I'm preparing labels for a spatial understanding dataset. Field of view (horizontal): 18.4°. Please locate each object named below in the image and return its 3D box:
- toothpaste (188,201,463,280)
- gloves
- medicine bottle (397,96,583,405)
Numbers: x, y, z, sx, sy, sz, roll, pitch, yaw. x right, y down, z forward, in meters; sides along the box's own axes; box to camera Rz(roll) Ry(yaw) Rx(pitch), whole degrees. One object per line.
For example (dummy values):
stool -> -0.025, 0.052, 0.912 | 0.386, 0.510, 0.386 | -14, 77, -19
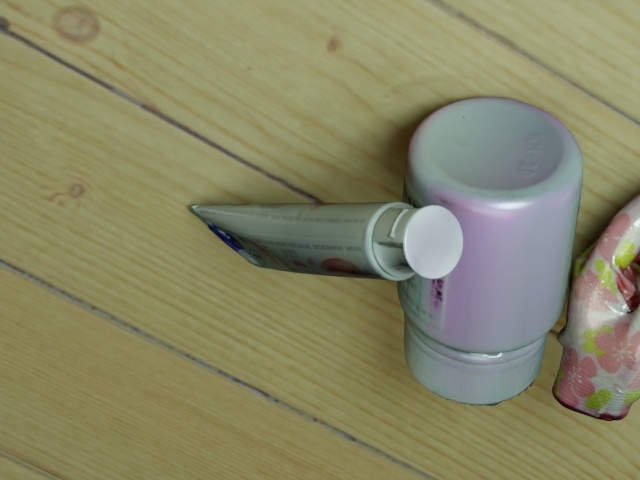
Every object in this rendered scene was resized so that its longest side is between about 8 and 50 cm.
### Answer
toothpaste -> 0.000, 0.000, 1.693 | 0.100, 0.066, 0.323 | 39, 160, -28
gloves -> 0.275, 0.036, 1.729 | 0.126, 0.145, 0.241 | 21, 110, 25
medicine bottle -> 0.141, 0.013, 1.712 | 0.152, 0.152, 0.254 | 6, 134, 2
